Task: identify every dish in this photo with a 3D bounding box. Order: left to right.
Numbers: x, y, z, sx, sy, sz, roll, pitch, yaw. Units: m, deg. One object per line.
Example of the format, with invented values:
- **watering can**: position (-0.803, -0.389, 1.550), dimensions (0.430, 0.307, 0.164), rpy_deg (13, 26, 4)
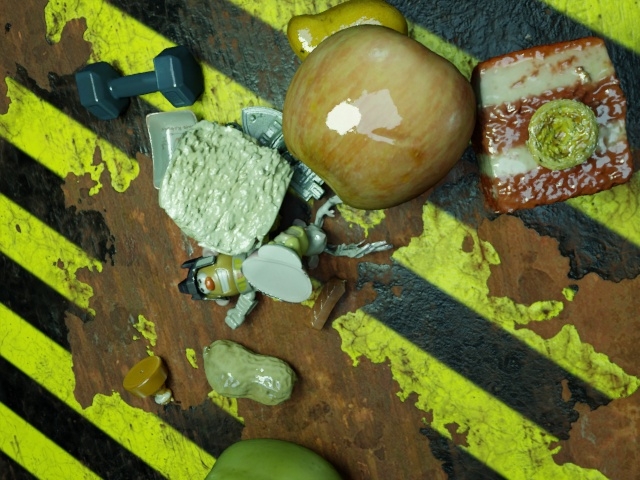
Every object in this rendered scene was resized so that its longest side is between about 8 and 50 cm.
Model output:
- **dish**: position (-0.397, -0.254, 1.264), dimensions (0.151, 0.077, 0.212), rpy_deg (-2, 99, 12)

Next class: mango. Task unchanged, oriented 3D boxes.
- **mango**: position (0.068, -0.494, 1.097), dimensions (0.294, 0.120, 0.177), rpy_deg (2, 108, 14)

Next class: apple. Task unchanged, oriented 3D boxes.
- **apple**: position (-0.132, 0.777, 1.196), dimensions (0.473, 0.473, 0.474), rpy_deg (2, 100, 13)
- **apple**: position (0.110, -0.253, 0.958), dimensions (0.391, 0.391, 0.346), rpy_deg (40, 101, 4)

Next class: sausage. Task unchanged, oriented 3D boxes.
- **sausage**: position (0.019, 0.169, 1.247), dimensions (0.065, 0.065, 0.169), rpy_deg (30, 104, 6)

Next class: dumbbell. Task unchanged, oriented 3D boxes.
- **dumbbell**: position (-0.492, -0.428, 1.221), dimensions (0.324, 0.160, 0.144), rpy_deg (-5, 129, 15)

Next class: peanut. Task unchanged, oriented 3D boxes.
- **peanut**: position (-0.217, 0.394, 1.294), dimensions (0.291, 0.159, 0.143), rpy_deg (18, 129, 9)

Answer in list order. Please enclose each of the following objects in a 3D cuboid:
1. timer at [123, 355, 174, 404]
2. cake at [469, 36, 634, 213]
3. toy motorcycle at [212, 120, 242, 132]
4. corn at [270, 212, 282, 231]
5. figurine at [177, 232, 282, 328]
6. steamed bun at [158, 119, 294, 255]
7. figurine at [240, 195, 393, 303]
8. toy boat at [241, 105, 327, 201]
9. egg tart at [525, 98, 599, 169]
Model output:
- **timer**: position (-0.519, 0.462, 1.406), dimensions (0.132, 0.132, 0.152), rpy_deg (-20, 117, 15)
- **cake**: position (0.472, -0.245, 0.965), dimensions (0.270, 0.269, 0.320), rpy_deg (-13, 98, 15)
- **toy motorcycle**: position (-0.271, -0.230, 1.229), dimensions (0.124, 0.061, 0.193), rpy_deg (-6, 105, -22)
- **corn**: position (-0.221, -0.075, 1.255), dimensions (0.231, 0.080, 0.080), rpy_deg (15, 103, 8)
- **figurine**: position (-0.247, 0.096, 1.255), dimensions (0.308, 0.143, 0.309), rpy_deg (-2, 81, 14)
- **steamed bun**: position (-0.253, -0.141, 1.074), dimensions (0.272, 0.273, 0.290), rpy_deg (43, 71, -30)
- **figurine**: position (0.003, 0.013, 1.128), dimensions (0.284, 0.316, 0.206), rpy_deg (-20, 108, 35)
- **toy boat**: position (-0.091, -0.245, 1.186), dimensions (0.319, 0.092, 0.141), rpy_deg (42, 99, 5)
- **egg tart**: position (0.440, -0.192, 0.819), dimensions (0.128, 0.049, 0.129), rpy_deg (1, 99, 8)
